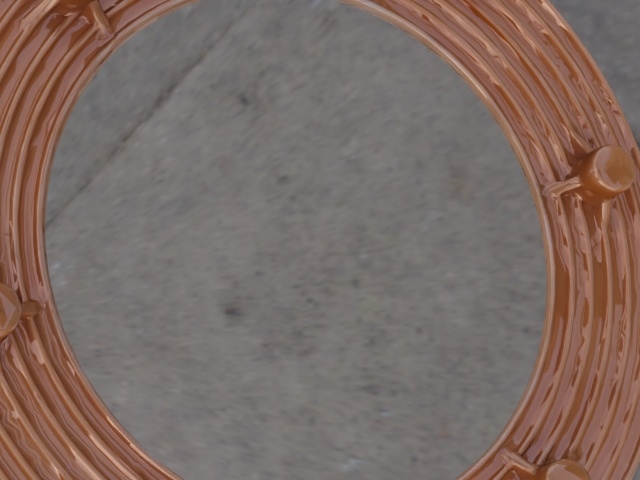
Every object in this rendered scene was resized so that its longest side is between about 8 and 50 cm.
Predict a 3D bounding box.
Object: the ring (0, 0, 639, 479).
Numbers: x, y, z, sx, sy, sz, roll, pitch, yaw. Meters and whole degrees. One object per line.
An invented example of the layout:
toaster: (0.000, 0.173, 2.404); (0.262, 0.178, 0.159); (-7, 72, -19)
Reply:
ring: (0.000, 0.000, 0.760); (0.336, 0.032, 0.337); (6, 73, -22)
